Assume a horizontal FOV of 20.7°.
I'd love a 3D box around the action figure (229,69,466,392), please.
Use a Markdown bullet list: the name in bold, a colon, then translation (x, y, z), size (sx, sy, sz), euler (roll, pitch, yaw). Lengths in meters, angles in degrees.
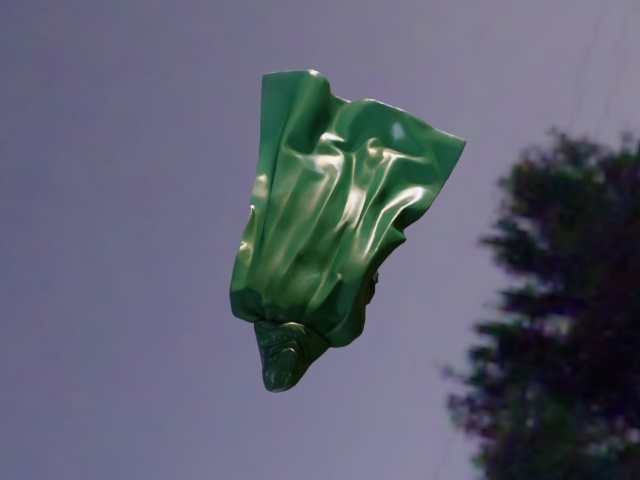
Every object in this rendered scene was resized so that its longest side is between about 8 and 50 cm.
- **action figure**: translation (0.000, 0.000, 1.047), size (0.232, 0.137, 0.063), euler (-71, -5, -46)
